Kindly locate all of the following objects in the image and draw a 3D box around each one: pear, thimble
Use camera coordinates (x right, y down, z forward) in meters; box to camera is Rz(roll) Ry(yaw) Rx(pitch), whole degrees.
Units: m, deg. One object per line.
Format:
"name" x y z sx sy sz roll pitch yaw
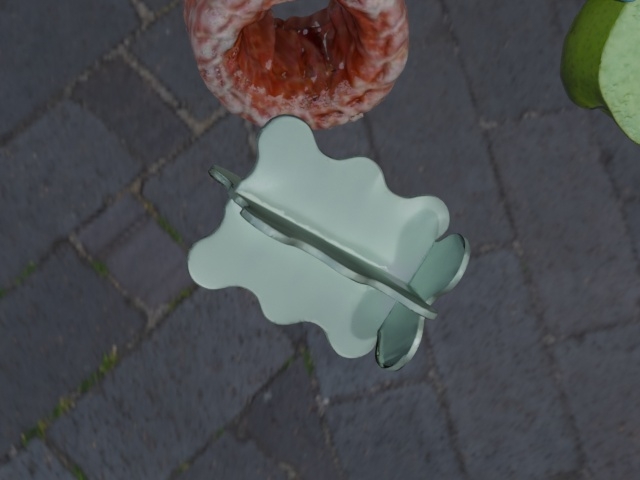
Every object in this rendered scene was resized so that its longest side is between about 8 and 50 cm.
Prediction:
"pear" 0.417 -0.225 1.707 0.292 0.159 0.292 -2 108 -6
"thimble" -0.029 -0.243 1.482 0.239 0.239 0.162 -4 49 -7

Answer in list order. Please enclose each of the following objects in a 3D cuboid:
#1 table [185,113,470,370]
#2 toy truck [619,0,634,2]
"table" 0.000 0.000 1.221 0.198 0.166 0.166 28 68 -25
"toy truck" 0.284 -0.364 1.291 0.155 0.156 0.279 21 98 -7
